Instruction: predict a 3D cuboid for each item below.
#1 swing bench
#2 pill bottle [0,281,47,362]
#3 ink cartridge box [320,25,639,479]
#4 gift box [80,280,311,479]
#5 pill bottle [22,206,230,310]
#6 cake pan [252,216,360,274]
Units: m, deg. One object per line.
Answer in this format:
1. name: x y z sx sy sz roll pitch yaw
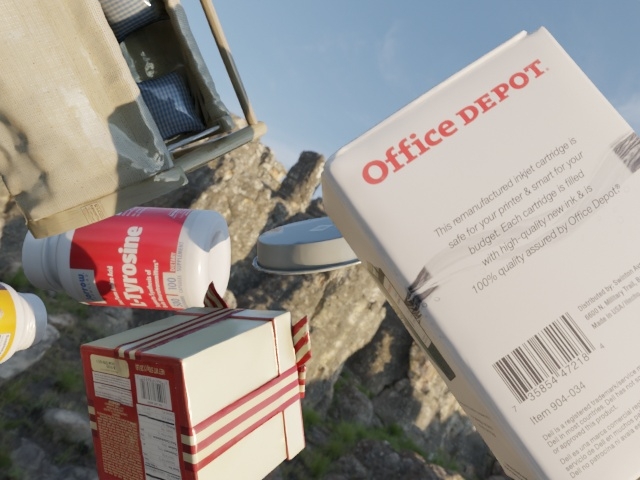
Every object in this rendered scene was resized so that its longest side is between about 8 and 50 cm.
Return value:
1. swing bench: -0.214 -0.176 0.472 0.165 0.255 0.254 -10 -66 26
2. pill bottle: -0.480 0.111 0.605 0.117 0.117 0.215 27 5 22
3. ink cartridge box: 0.154 0.015 0.356 0.273 0.198 0.115 56 -5 10
4. gift box: -0.168 0.215 0.710 0.254 0.277 0.258 3 7 31
5. pill bottle: -0.428 0.037 1.060 0.406 0.229 0.229 2 -13 5
6. cake pan: 0.000 0.000 0.969 0.292 0.054 0.293 -8 12 2
